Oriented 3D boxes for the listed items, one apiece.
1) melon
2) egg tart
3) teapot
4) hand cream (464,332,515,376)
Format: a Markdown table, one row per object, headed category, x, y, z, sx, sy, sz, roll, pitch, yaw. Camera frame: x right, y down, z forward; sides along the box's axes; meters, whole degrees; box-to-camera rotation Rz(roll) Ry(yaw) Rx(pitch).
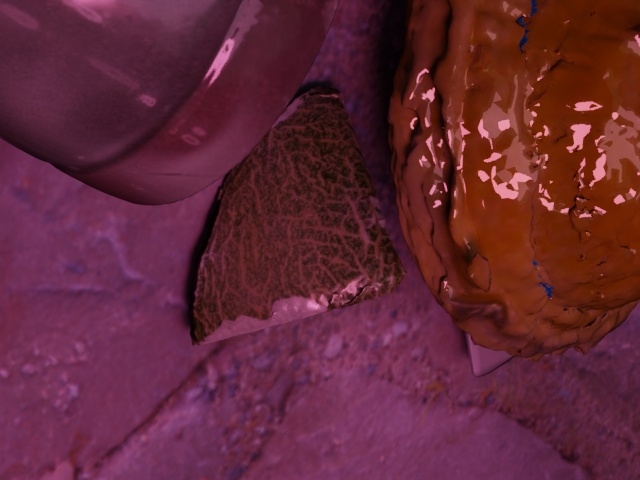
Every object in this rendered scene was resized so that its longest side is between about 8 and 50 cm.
| category | x | y | z | sx | sy | sz | roll | pitch | yaw |
| --- | --- | --- | --- | --- | --- | --- | --- | --- | --- |
| melon | 0.002 | 0.001 | 1.282 | 0.093 | 0.139 | 0.202 | 27 | 87 | -61 |
| egg tart | 0.203 | -0.092 | 1.323 | 0.388 | 0.169 | 0.388 | -11 | 105 | -50 |
| teapot | -0.162 | -0.220 | 1.034 | 0.312 | 0.233 | 0.315 | 28 | 59 | -35 |
| hand cream | 0.115 | -0.018 | 1.391 | 0.079 | 0.048 | 0.255 | -32 | 120 | -33 |
